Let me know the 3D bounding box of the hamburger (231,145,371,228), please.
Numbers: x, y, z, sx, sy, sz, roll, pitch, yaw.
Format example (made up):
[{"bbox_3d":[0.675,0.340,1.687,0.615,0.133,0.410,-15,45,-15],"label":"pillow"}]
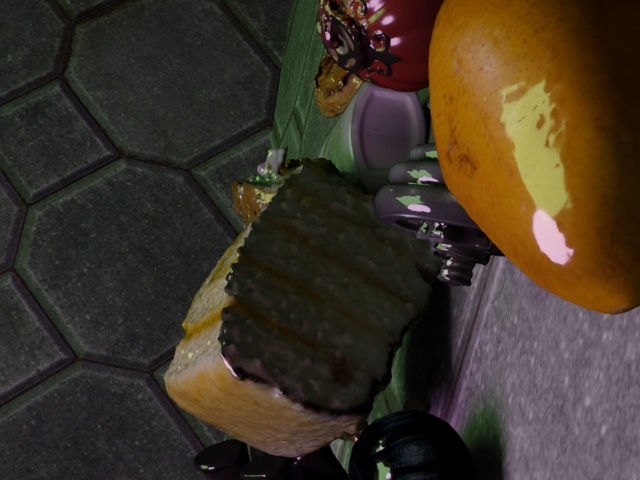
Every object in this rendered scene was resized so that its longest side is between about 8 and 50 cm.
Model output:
[{"bbox_3d":[0.000,0.000,1.838,0.288,0.167,0.192,67,163,-11],"label":"hamburger"}]

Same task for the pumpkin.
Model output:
[{"bbox_3d":[0.090,0.262,1.307,0.194,0.150,0.194,-39,40,42],"label":"pumpkin"}]

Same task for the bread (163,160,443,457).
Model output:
[{"bbox_3d":[-0.041,0.120,1.585,0.264,0.239,0.395,-51,6,41],"label":"bread"}]

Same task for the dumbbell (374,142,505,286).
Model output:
[{"bbox_3d":[0.164,-0.156,1.258,0.179,0.179,0.406,156,125,-79],"label":"dumbbell"}]

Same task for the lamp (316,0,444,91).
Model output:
[{"bbox_3d":[0.094,-0.308,1.787,0.227,0.227,0.227,-168,90,-81],"label":"lamp"}]

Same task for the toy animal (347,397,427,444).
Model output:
[{"bbox_3d":[0.086,0.278,1.508,0.219,0.103,0.101,-103,9,-66],"label":"toy animal"}]

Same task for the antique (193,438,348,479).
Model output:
[{"bbox_3d":[-0.042,0.365,1.710,0.322,0.185,0.255,-47,-58,-66],"label":"antique"}]

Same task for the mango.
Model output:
[{"bbox_3d":[0.189,-0.093,1.015,0.199,0.201,0.350,74,-174,-45],"label":"mango"}]

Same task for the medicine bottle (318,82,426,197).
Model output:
[{"bbox_3d":[0.065,-0.116,2.020,0.324,0.124,0.179,133,141,-71],"label":"medicine bottle"}]

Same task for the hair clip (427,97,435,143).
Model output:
[{"bbox_3d":[0.182,-0.166,1.571,0.146,0.056,0.187,-98,24,-47],"label":"hair clip"}]

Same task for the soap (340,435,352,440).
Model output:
[{"bbox_3d":[-0.006,0.196,1.990,0.232,0.140,0.073,-91,19,-57],"label":"soap"}]

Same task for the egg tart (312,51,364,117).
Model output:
[{"bbox_3d":[0.097,-0.322,2.132,0.297,0.132,0.297,-57,16,25],"label":"egg tart"}]
